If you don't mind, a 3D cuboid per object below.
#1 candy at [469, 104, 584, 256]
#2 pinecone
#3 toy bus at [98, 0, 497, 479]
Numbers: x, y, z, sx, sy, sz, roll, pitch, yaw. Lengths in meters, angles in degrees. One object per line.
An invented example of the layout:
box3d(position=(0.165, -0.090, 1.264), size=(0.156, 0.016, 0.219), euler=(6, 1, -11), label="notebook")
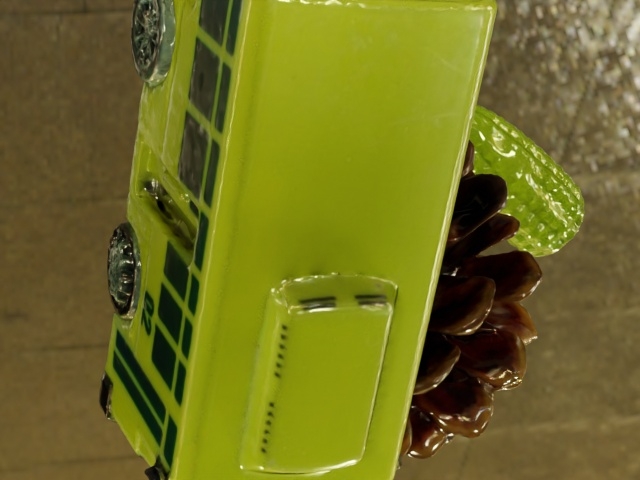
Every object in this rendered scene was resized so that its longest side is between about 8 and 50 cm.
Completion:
box3d(position=(0.181, -0.070, 1.585), size=(0.096, 0.097, 0.209), euler=(-30, 125, 26), label="candy")
box3d(position=(0.003, 0.000, 0.973), size=(0.246, 0.246, 0.292), euler=(-18, 123, 11), label="pinecone")
box3d(position=(-0.018, -0.008, 0.723), size=(0.128, 0.150, 0.262), euler=(-1, 115, -25), label="toy bus")
